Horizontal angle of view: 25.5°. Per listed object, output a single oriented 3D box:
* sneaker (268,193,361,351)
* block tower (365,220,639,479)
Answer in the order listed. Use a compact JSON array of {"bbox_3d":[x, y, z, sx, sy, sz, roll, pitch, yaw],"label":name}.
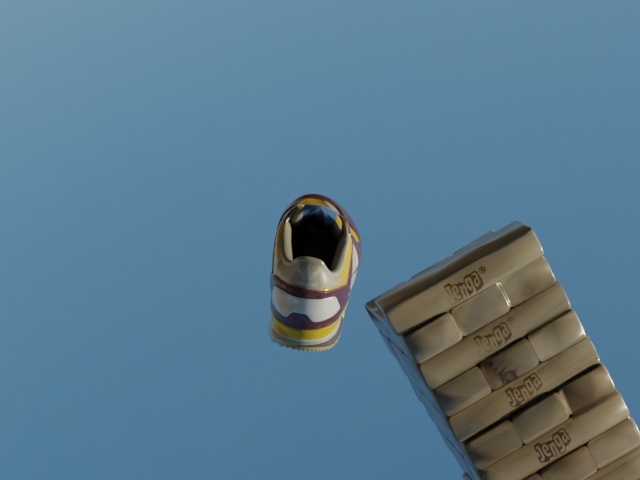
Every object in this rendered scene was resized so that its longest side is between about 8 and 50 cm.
[{"bbox_3d":[0.000,0.000,1.039,0.070,0.084,0.185,7,-148,-3],"label":"sneaker"},{"bbox_3d":[0.142,0.149,0.788,0.091,0.335,0.097,-30,-167,-5],"label":"block tower"}]
